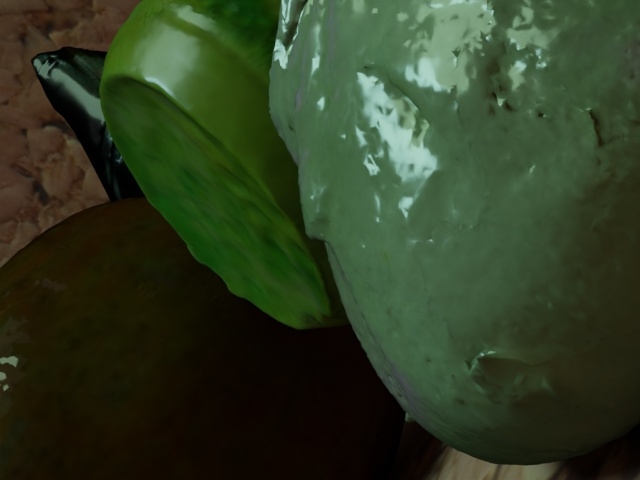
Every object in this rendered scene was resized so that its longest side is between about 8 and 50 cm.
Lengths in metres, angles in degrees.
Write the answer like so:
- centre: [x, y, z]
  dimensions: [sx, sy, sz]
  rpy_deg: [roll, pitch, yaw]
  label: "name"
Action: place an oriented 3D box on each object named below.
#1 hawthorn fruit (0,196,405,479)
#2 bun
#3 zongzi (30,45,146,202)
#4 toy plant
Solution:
- centre: [-0.079, 0.097, 1.041]
  dimensions: [0.301, 0.268, 0.268]
  rpy_deg: [-57, 3, -23]
  label: "hawthorn fruit"
- centre: [0.079, -0.069, 0.703]
  dimensions: [0.293, 0.187, 0.293]
  rpy_deg: [-57, 3, 4]
  label: "bun"
- centre: [0.000, 0.000, 1.424]
  dimensions: [0.383, 0.362, 0.319]
  rpy_deg: [21, 76, 47]
  label: "zongzi"
- centre: [0.057, -0.118, 0.913]
  dimensions: [0.316, 0.224, 0.184]
  rpy_deg: [-41, 41, -19]
  label: "toy plant"
